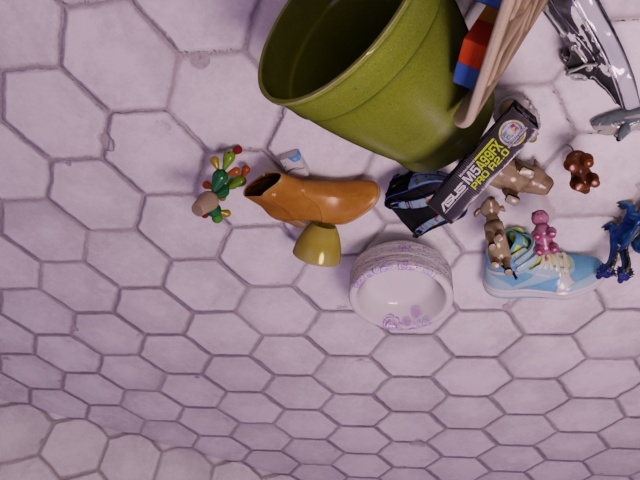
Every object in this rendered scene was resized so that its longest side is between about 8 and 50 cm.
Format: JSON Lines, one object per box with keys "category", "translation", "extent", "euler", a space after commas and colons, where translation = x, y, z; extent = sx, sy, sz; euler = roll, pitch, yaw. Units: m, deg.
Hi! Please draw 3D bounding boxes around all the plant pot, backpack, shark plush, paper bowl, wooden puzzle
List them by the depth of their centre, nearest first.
{"category": "wooden puzzle", "translation": [0.298, -0.382, 0.821], "extent": [0.080, 0.322, 0.348], "euler": [31, 159, 11]}
{"category": "plant pot", "translation": [0.136, -0.314, 1.030], "extent": [0.366, 0.367, 0.352], "euler": [-30, 136, 31]}
{"category": "shark plush", "translation": [0.663, -0.274, 1.172], "extent": [0.067, 0.073, 0.161], "euler": [51, 131, 1]}
{"category": "backpack", "translation": [0.263, -0.106, 1.326], "extent": [0.173, 0.117, 0.158], "euler": [-21, 127, 39]}
{"category": "plant pot", "translation": [0.000, 0.000, 1.490], "extent": [0.134, 0.134, 0.095], "euler": [12, 111, -4]}
{"category": "paper bowl", "translation": [0.223, 0.112, 1.542], "extent": [0.283, 0.148, 0.284], "euler": [3, 134, 4]}

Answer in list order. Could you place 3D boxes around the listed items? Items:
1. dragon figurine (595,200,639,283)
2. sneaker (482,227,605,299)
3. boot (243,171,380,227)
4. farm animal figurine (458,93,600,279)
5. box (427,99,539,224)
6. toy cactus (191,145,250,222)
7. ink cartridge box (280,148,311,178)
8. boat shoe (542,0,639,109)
{"category": "dragon figurine", "translation": [0.764, -0.020, 1.342], "extent": [0.085, 0.144, 0.289], "euler": [12, 135, -5]}
{"category": "sneaker", "translation": [0.584, 0.051, 1.451], "extent": [0.318, 0.127, 0.208], "euler": [-8, 134, 14]}
{"category": "boot", "translation": [-0.025, -0.113, 1.350], "extent": [0.294, 0.104, 0.211], "euler": [-15, 152, 31]}
{"category": "farm animal figurine", "translation": [0.441, -0.120, 1.273], "extent": [0.326, 0.172, 0.330], "euler": [39, 115, -5]}
{"category": "box", "translation": [0.311, -0.156, 1.045], "extent": [0.060, 0.270, 0.216], "euler": [40, 116, 4]}
{"category": "toy cactus", "translation": [-0.262, -0.122, 1.366], "extent": [0.112, 0.180, 0.219], "euler": [35, 127, 2]}
{"category": "ink cartridge box", "translation": [-0.060, -0.181, 1.374], "extent": [0.048, 0.028, 0.083], "euler": [-14, 131, 22]}
{"category": "boat shoe", "translation": [0.512, -0.364, 1.062], "extent": [0.104, 0.113, 0.306], "euler": [-24, 124, 36]}
